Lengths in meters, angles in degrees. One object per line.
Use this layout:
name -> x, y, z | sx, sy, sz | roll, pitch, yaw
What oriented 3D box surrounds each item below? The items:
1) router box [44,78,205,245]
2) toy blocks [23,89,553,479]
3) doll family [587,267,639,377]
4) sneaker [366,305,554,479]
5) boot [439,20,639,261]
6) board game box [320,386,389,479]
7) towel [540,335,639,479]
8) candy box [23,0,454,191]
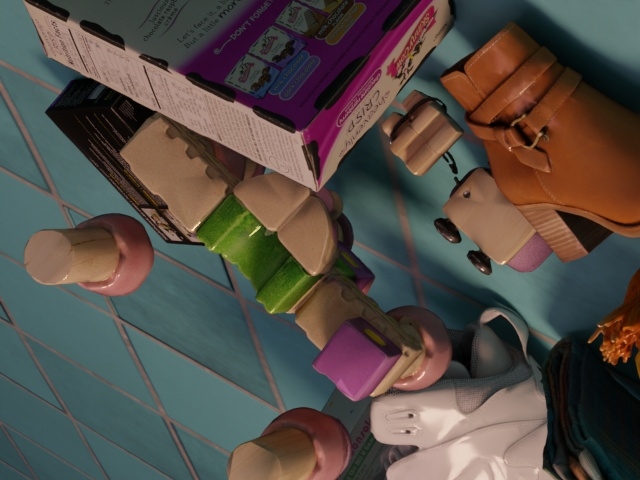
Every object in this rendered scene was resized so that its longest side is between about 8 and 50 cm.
router box -> -0.149, -0.069, 1.679 | 0.179, 0.046, 0.133 | 49, 156, -25
toy blocks -> 0.000, 0.000, 1.428 | 0.288, 0.309, 0.260 | 45, -167, 13
doll family -> 0.248, 0.067, 1.198 | 0.118, 0.163, 0.263 | 5, 161, -11
sneaker -> 0.063, 0.202, 1.580 | 0.210, 0.365, 0.137 | 55, -165, -18
boot -> 0.163, -0.075, 1.158 | 0.152, 0.073, 0.197 | 55, 142, -5
board game box -> 0.090, 0.311, 1.778 | 0.303, 0.224, 0.097 | 38, 165, -20
towel -> 0.316, 0.223, 1.380 | 0.370, 0.040, 0.271 | 37, -166, -4
candy box -> -0.054, -0.149, 1.219 | 0.233, 0.159, 0.071 | 28, 155, 25
